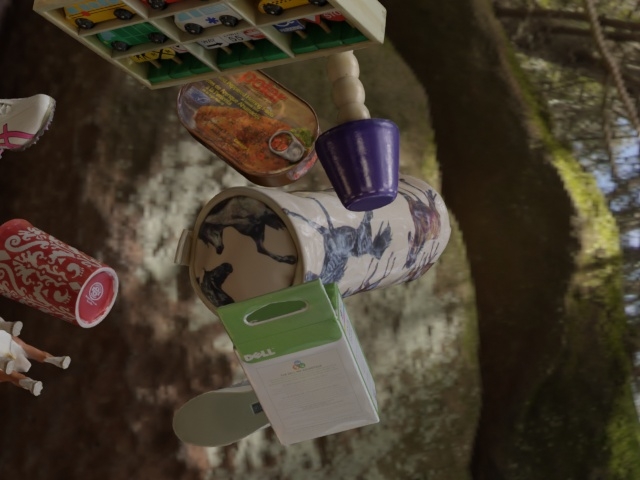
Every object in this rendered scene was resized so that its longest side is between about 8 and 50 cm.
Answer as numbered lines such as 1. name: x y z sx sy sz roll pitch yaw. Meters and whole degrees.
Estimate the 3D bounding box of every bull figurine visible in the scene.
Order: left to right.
1. bull figurine: -0.520 0.152 1.878 0.188 0.310 0.101 18 -102 20

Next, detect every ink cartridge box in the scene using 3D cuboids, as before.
1. ink cartridge box: -0.021 0.107 1.231 0.109 0.209 0.062 -15 -141 9

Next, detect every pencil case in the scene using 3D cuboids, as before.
1. pencil case: 0.000 0.000 1.556 0.183 0.410 0.160 3 -83 31

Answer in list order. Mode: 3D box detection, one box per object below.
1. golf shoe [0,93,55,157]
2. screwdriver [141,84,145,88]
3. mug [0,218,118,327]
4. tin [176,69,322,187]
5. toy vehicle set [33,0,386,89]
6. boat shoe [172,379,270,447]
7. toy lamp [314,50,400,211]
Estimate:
1. golf shoe: -0.443 -0.160 1.699 0.186 0.086 0.067 -20 -129 33
2. screwdriver: -0.192 -0.272 1.707 0.170 0.024 0.025 -40 -101 11
3. mug: -0.367 0.047 1.748 0.169 0.150 0.113 21 -73 25
4. tin: -0.078 -0.132 1.377 0.189 0.040 0.106 38 -97 28
5. toy vehicle set: -0.097 -0.201 1.080 0.267 0.166 0.035 -6 -113 33
6. boat shoe: -0.097 0.238 1.770 0.227 0.081 0.079 -18 -94 4
7. toy lamp: 0.017 -0.160 1.117 0.080 0.080 0.275 -25 -112 37
